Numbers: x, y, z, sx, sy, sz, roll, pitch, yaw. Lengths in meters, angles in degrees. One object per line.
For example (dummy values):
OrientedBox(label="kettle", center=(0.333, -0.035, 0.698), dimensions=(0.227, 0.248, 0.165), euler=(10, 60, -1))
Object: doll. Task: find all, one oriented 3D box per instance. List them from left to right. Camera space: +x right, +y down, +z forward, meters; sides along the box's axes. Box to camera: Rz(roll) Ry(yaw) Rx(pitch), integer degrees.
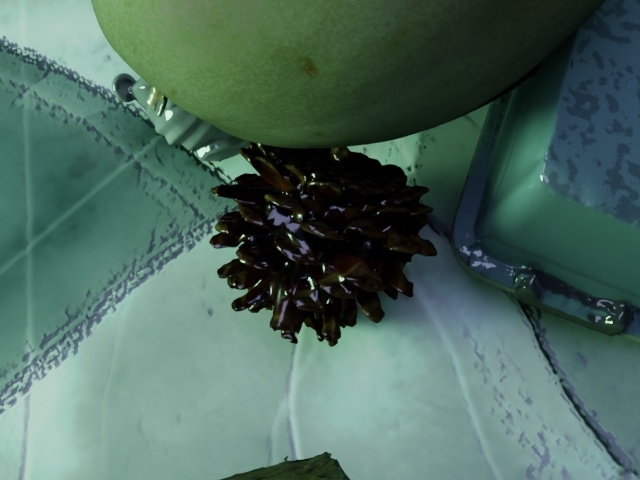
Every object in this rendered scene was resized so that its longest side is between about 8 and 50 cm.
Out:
OrientedBox(label="doll", center=(-0.051, -0.101, 0.640), dimensions=(0.180, 0.079, 0.094), euler=(-2, 89, -9))

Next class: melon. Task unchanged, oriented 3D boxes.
OrientedBox(label="melon", center=(0.024, -0.183, 0.479), dimensions=(0.330, 0.268, 0.269), euler=(-39, 66, 9))

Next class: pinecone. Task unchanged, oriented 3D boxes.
OrientedBox(label="pinecone", center=(-0.001, -0.001, 0.561), dimensions=(0.140, 0.140, 0.121), euler=(27, 105, 16))

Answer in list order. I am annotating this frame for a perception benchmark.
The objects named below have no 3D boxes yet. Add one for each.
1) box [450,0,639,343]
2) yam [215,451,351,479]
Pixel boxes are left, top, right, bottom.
OrientedBox(label="box", center=(0.187, -0.064, 0.565), dimensions=(0.162, 0.130, 0.227), euler=(22, 69, -2))
OrientedBox(label="yam", center=(-0.077, 0.201, 0.461), dimensions=(0.254, 0.154, 0.154), euler=(-18, 65, 3))
